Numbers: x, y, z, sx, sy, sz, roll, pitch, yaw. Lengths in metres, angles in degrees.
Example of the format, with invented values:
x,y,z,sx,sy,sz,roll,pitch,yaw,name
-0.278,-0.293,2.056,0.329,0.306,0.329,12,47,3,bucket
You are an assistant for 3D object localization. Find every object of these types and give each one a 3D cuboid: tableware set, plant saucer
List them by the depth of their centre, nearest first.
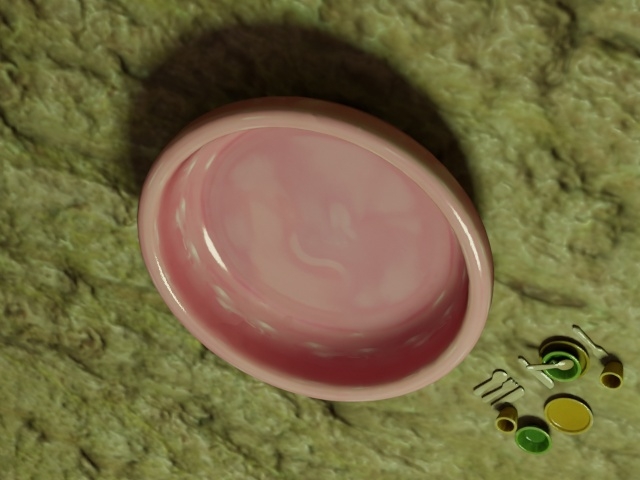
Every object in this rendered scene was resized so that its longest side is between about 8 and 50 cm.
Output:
x,y,z,sx,sy,sz,roll,pitch,yaw,name
0.000,0.000,1.484,0.332,0.084,0.332,11,131,13,plant saucer
0.225,0.151,1.555,0.104,0.024,0.154,42,130,-14,tableware set
